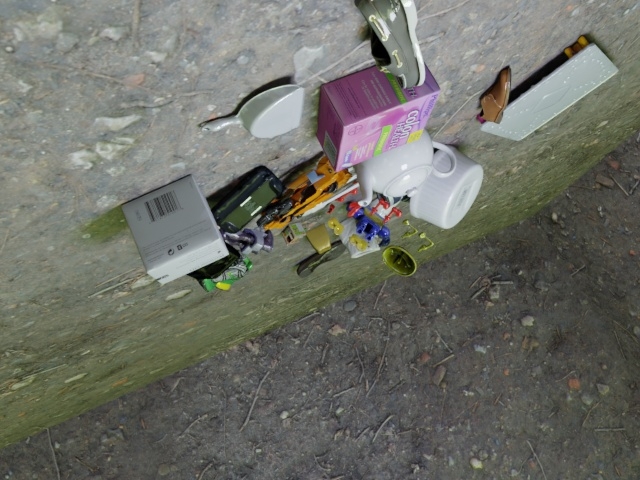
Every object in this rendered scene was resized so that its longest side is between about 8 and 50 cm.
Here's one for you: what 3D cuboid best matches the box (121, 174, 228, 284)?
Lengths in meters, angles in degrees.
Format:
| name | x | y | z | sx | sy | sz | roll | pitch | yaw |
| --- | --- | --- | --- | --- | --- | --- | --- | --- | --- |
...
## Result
| name | x | y | z | sx | sy | sz | roll | pitch | yaw |
| --- | --- | --- | --- | --- | --- | --- | --- | --- | --- |
| box | -0.336 | -0.023 | 1.301 | 0.180 | 0.182 | 0.119 | -25 | 163 | -6 |

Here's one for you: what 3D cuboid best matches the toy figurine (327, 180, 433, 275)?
| name | x | y | z | sx | sy | sz | roll | pitch | yaw |
| --- | --- | --- | --- | --- | --- | --- | --- | --- | --- |
| toy figurine | 0.209 | -0.061 | 1.934 | 0.191 | 0.362 | 0.217 | -54 | -177 | 19 |

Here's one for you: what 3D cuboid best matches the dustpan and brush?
| name | x | y | z | sx | sy | sz | roll | pitch | yaw |
| --- | --- | --- | --- | --- | --- | --- | --- | --- | --- |
| dustpan and brush | -0.140 | -0.253 | 1.146 | 0.211 | 0.060 | 0.147 | -29 | 164 | -17 |

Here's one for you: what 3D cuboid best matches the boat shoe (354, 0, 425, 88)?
| name | x | y | z | sx | sy | sz | roll | pitch | yaw |
| --- | --- | --- | --- | --- | --- | --- | --- | --- | --- |
| boat shoe | 0.136 | -0.382 | 1.069 | 0.091 | 0.109 | 0.305 | -28 | 158 | 6 |

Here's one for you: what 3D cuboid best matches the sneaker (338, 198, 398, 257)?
| name | x | y | z | sx | sy | sz | roll | pitch | yaw |
| --- | --- | --- | --- | --- | --- | --- | --- | --- | --- |
| sneaker | 0.209 | -0.048 | 2.106 | 0.292 | 0.169 | 0.108 | -35 | 160 | 23 |

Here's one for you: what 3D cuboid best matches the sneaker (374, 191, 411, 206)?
| name | x | y | z | sx | sy | sz | roll | pitch | yaw |
| --- | --- | --- | --- | --- | --- | --- | --- | --- | --- |
| sneaker | 0.286 | -0.164 | 1.982 | 0.153 | 0.099 | 0.282 | -34 | 157 | 9 |

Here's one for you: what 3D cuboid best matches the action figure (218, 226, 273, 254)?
| name | x | y | z | sx | sy | sz | roll | pitch | yaw |
| --- | --- | --- | --- | --- | --- | --- | --- | --- | --- |
| action figure | -0.276 | -0.016 | 1.582 | 0.285 | 0.099 | 0.185 | 13 | 146 | -44 |

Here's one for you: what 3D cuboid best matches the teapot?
| name | x | y | z | sx | sy | sz | roll | pitch | yaw |
| --- | --- | --- | --- | --- | --- | --- | --- | --- | --- |
| teapot | 0.230 | -0.212 | 1.594 | 0.256 | 0.187 | 0.252 | -35 | 162 | 24 |

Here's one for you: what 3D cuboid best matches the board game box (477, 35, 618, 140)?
| name | x | y | z | sx | sy | sz | roll | pitch | yaw |
| --- | --- | --- | --- | --- | --- | --- | --- | --- | --- |
| board game box | 0.740 | -0.477 | 1.813 | 0.390 | 0.050 | 0.389 | -37 | 162 | 33 |

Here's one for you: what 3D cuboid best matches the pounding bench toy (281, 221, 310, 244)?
| name | x | y | z | sx | sy | sz | roll | pitch | yaw |
| --- | --- | --- | --- | --- | --- | --- | --- | --- | --- |
| pounding bench toy | -0.082 | -0.025 | 1.927 | 0.083 | 0.052 | 0.065 | -13 | 159 | -39 |

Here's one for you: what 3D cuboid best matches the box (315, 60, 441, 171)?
| name | x | y | z | sx | sy | sz | roll | pitch | yaw |
| --- | --- | --- | --- | --- | --- | --- | --- | --- | --- |
| box | 0.125 | -0.294 | 1.299 | 0.242 | 0.117 | 0.213 | -24 | 164 | -12 |

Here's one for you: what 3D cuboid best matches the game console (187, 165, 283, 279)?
| name | x | y | z | sx | sy | sz | roll | pitch | yaw |
| --- | --- | --- | --- | --- | --- | --- | --- | --- | --- |
| game console | -0.243 | -0.042 | 1.460 | 0.361 | 0.044 | 0.213 | -41 | 140 | 6 |

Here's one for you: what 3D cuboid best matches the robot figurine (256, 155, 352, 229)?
| name | x | y | z | sx | sy | sz | roll | pitch | yaw |
| --- | --- | --- | --- | --- | --- | --- | --- | --- | --- |
| robot figurine | -0.057 | -0.126 | 1.575 | 0.291 | 0.085 | 0.211 | -33 | 170 | 18 |

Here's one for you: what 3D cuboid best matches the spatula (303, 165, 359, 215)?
| name | x | y | z | sx | sy | sz | roll | pitch | yaw |
| --- | --- | --- | --- | --- | --- | --- | --- | --- | --- |
| spatula | 0.023 | -0.154 | 1.754 | 0.242 | 0.019 | 0.168 | -30 | 156 | 9 |

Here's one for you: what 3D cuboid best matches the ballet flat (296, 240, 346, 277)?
| name | x | y | z | sx | sy | sz | roll | pitch | yaw |
| --- | --- | --- | --- | --- | --- | --- | --- | --- | --- |
| ballet flat | 0.002 | 0.071 | 2.375 | 0.249 | 0.058 | 0.084 | -35 | 141 | 8 |

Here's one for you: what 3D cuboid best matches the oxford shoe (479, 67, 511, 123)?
| name | x | y | z | sx | sy | sz | roll | pitch | yaw |
| --- | --- | --- | --- | --- | --- | --- | --- | --- | --- |
| oxford shoe | 0.507 | -0.416 | 1.618 | 0.076 | 0.076 | 0.212 | 12 | 153 | 8 |

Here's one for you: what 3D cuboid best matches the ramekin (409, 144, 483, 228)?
| name | x | y | z | sx | sy | sz | roll | pitch | yaw |
| --- | --- | --- | --- | --- | --- | --- | --- | --- | --- |
| ramekin | 0.439 | -0.175 | 1.917 | 0.277 | 0.135 | 0.277 | -38 | 147 | -31 |

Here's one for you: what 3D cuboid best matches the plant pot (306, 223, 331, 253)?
| name | x | y | z | sx | sy | sz | roll | pitch | yaw |
| --- | --- | --- | --- | --- | --- | --- | --- | --- | --- |
| plant pot | 0.000 | 0.000 | 2.079 | 0.081 | 0.083 | 0.081 | -27 | 164 | -2 |

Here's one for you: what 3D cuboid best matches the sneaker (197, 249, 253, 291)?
| name | x | y | z | sx | sy | sz | roll | pitch | yaw |
| --- | --- | --- | --- | --- | --- | --- | --- | --- | --- |
| sneaker | -0.319 | 0.070 | 1.767 | 0.146 | 0.134 | 0.343 | -35 | 172 | 5 |
